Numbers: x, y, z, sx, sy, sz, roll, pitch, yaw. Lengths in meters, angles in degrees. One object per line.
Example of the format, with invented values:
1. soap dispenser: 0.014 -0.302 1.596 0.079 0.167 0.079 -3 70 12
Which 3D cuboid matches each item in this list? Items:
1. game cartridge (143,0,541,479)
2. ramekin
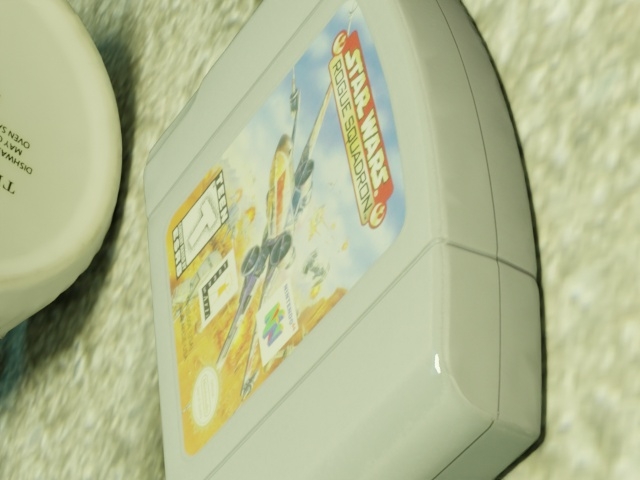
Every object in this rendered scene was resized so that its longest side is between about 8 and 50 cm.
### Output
1. game cartridge: 0.000 0.000 0.689 0.198 0.062 0.297 -53 32 34
2. ramekin: -0.230 -0.059 0.918 0.127 0.273 0.273 -21 53 39
